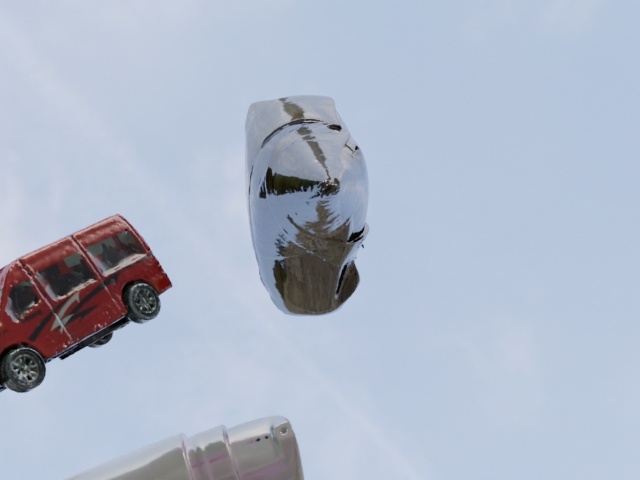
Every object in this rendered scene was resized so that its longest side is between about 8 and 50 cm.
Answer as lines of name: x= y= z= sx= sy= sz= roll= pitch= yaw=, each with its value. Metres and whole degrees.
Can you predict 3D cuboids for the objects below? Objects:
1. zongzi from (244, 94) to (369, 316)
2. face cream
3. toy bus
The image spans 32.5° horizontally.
zongzi: x=0.000 y=0.000 z=0.988 sx=0.112 sy=0.242 sz=0.221 roll=-11 pitch=-64 yaw=-9
face cream: x=-0.177 y=0.234 z=0.898 sx=0.346 sy=0.102 sz=0.102 roll=-20 pitch=-76 yaw=-4
toy bus: x=-0.206 y=0.054 z=0.824 sx=0.081 sy=0.195 sz=0.089 roll=-28 pitch=-87 yaw=40
